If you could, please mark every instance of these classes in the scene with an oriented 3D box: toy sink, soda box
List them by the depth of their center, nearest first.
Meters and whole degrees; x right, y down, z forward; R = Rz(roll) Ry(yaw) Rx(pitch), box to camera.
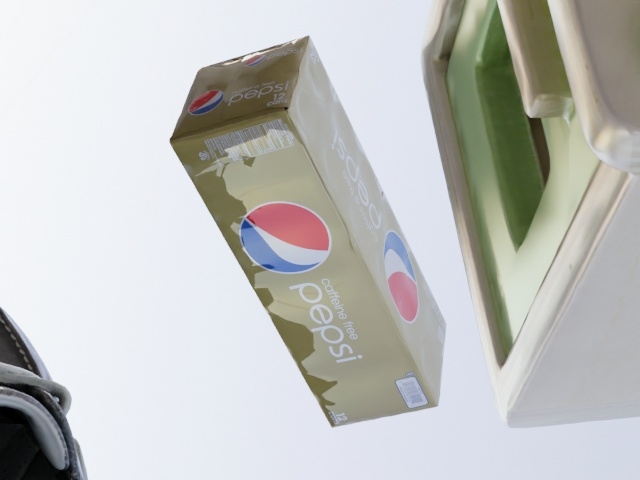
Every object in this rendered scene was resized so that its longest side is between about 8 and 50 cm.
[{"bbox_3d":[0.111,-0.066,0.403,0.234,0.131,0.153,103,-19,-60],"label":"toy sink"},{"bbox_3d":[0.000,0.000,0.669,0.058,0.181,0.061,-13,-145,20],"label":"soda box"}]

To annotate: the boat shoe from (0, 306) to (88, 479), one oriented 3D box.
[{"bbox_3d":[-0.154,0.114,0.683,0.119,0.121,0.335,-66,-148,31],"label":"boat shoe"}]
